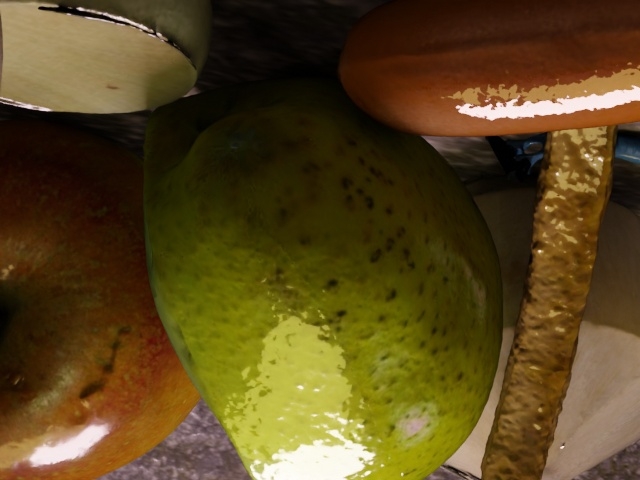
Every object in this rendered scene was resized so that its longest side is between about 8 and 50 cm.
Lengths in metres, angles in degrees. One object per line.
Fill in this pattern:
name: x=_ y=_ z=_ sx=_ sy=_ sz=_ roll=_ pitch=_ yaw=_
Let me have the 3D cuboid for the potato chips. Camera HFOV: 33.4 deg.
potato chips: x=0.184 y=0.044 z=0.850 sx=0.057 sy=0.407 sz=0.080 roll=13 pitch=-158 yaw=16

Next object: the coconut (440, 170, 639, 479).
coconut: x=0.206 y=0.101 z=1.053 sx=0.322 sy=0.323 sz=0.323 roll=5 pitch=166 yaw=1

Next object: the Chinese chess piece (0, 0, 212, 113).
Chinese chess piece: x=-0.165 y=-0.147 z=0.697 sx=0.188 sy=0.083 sz=0.188 roll=2 pitch=164 yaw=1

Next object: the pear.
pear: x=0.000 y=0.000 z=0.805 sx=0.238 sy=0.343 sz=0.318 roll=-18 pitch=149 yaw=12

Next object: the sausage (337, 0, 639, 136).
sausage: x=0.143 y=-0.117 z=0.661 sx=0.274 sy=0.105 sz=0.105 roll=-3 pitch=164 yaw=29

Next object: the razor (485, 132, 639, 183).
razor: x=0.276 y=-0.069 z=0.928 sx=0.253 sy=0.042 sz=0.082 roll=6 pitch=-151 yaw=-8

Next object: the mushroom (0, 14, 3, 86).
mushroom: x=-0.349 y=-0.094 z=0.534 sx=0.355 sy=0.315 sz=0.315 roll=-3 pitch=165 yaw=20

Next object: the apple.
apple: x=-0.286 y=0.064 z=1.037 sx=0.383 sy=0.374 sz=0.374 roll=-1 pitch=166 yaw=2
